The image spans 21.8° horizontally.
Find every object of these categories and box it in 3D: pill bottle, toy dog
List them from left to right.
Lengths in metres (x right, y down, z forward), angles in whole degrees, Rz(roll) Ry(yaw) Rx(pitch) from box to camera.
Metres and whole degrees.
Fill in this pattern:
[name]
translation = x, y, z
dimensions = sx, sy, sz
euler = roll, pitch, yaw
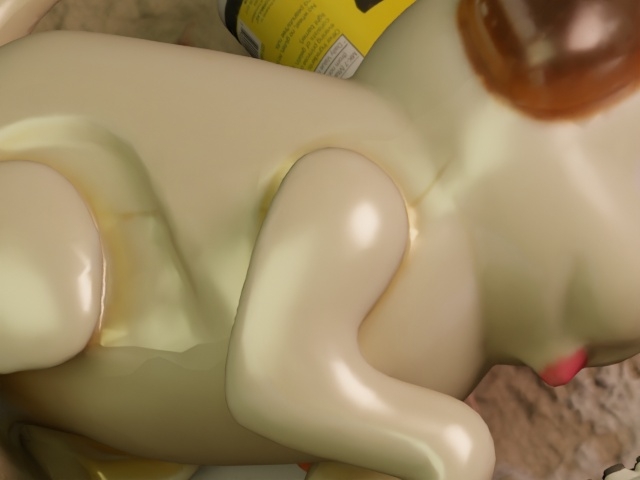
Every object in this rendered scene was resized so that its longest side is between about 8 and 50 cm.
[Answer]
[toy dog]
translation = 0.000, 0.000, 0.871
dimensions = 0.408, 0.284, 0.395
euler = -15, 55, 5
[pill bottle]
translation = 0.041, -0.112, 1.054
dimensions = 0.119, 0.119, 0.208
euler = -41, 70, -3

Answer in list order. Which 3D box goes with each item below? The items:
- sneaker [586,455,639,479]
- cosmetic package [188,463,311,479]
[sneaker]
translation = 0.276, 0.187, 0.904
dimensions = 0.330, 0.130, 0.147
euler = -3, 69, 10
[cosmetic package]
translation = -0.135, 0.131, 1.026
dimensions = 0.377, 0.097, 0.284
euler = -24, 72, 3
